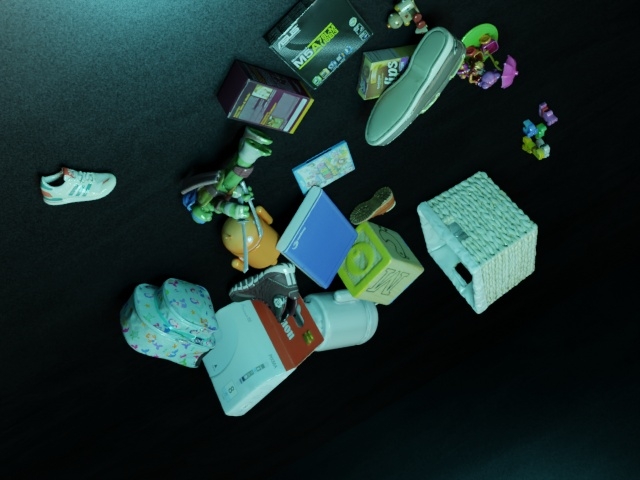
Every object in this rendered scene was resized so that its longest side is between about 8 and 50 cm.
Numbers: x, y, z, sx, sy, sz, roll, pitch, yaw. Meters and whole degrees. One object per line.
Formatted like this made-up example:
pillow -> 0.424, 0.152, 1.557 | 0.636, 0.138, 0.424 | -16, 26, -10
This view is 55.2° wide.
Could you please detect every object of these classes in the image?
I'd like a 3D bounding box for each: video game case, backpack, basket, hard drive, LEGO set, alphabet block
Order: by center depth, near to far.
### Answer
video game case -> 0.010, -0.199, 1.707 | 0.166, 0.015, 0.119 | -29, 145, -2
backpack -> -0.424, 0.224, 1.723 | 0.253, 0.225, 0.191 | 18, 119, -36
hard drive -> 0.000, 0.000, 1.833 | 0.210, 0.040, 0.319 | -59, 149, -9
LEGO set -> 0.722, -0.329, 2.013 | 0.087, 0.093, 0.227 | -29, 145, -3
alphabet block -> 0.184, 0.078, 2.029 | 0.197, 0.192, 0.193 | 16, 122, -48
basket -> 0.538, 0.007, 2.089 | 0.266, 0.328, 0.331 | -31, 145, -4

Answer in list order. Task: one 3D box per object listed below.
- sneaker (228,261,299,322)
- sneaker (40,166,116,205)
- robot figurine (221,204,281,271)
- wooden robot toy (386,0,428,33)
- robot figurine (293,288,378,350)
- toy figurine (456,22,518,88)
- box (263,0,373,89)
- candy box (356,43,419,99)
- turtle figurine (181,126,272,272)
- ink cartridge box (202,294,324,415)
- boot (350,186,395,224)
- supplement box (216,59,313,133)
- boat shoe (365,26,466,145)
sneaker -> -0.167, 0.183, 1.849 | 0.106, 0.163, 0.281 | -7, 163, -46
sneaker -> -0.534, -0.128, 1.347 | 0.161, 0.057, 0.075 | -14, 147, -19
robot figurine -> -0.191, 0.000, 1.701 | 0.158, 0.128, 0.219 | -36, 145, 7
wooden robot toy -> 0.187, -0.515, 1.408 | 0.079, 0.076, 0.173 | -30, 147, 18
robot figurine -> 0.060, 0.278, 2.170 | 0.353, 0.200, 0.300 | -2, 137, -35
toy figurine -> 0.430, -0.450, 1.587 | 0.173, 0.159, 0.130 | -36, 145, 7
box -> -0.001, -0.454, 1.359 | 0.190, 0.045, 0.184 | -41, 146, 12
candy box -> 0.187, -0.424, 1.532 | 0.186, 0.053, 0.109 | -15, 143, -20
turtle figurine -> -0.180, -0.119, 1.500 | 0.266, 0.274, 0.197 | -57, 165, 23
ink cartridge box -> -0.204, 0.308, 1.914 | 0.385, 0.308, 0.091 | -44, 144, 17
boot -> 0.168, -0.094, 1.922 | 0.157, 0.059, 0.084 | -36, 150, 4
supplement box -> -0.125, -0.323, 1.394 | 0.188, 0.081, 0.104 | 6, 131, -42
boat shoe -> 0.232, -0.360, 1.502 | 0.096, 0.117, 0.324 | 12, 122, -42
